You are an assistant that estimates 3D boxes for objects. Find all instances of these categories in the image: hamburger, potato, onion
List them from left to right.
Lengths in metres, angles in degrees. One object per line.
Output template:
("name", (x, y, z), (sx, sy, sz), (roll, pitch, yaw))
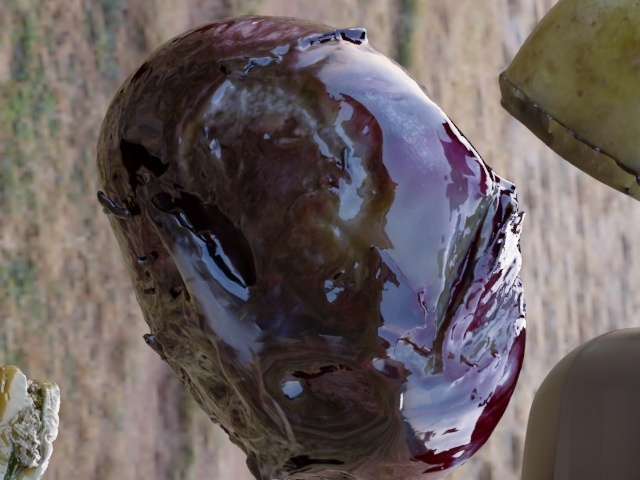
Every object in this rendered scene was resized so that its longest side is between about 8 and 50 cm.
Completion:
("hamburger", (-0.318, 0.202, 1.596), (0.083, 0.147, 0.138), (19, 44, -24))
("onion", (0.000, 0.000, 0.958), (0.232, 0.314, 0.314), (-37, 127, -29))
("potato", (0.315, -0.149, 1.416), (0.285, 0.242, 0.242), (49, -18, 51))

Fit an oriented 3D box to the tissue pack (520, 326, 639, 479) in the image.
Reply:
("tissue pack", (0.337, 0.209, 1.197), (0.277, 0.387, 0.267), (158, -60, -64))
